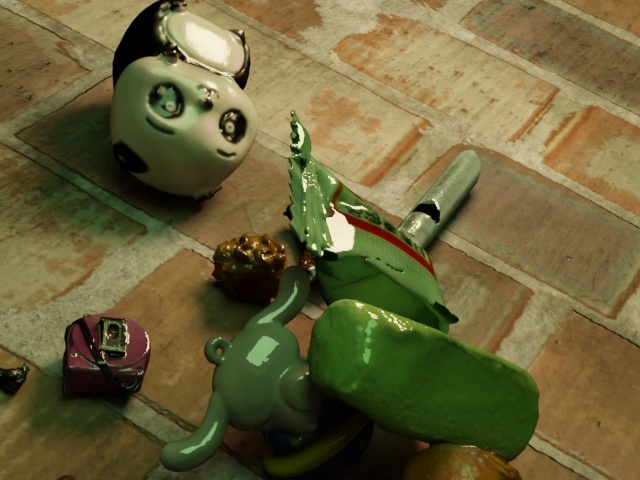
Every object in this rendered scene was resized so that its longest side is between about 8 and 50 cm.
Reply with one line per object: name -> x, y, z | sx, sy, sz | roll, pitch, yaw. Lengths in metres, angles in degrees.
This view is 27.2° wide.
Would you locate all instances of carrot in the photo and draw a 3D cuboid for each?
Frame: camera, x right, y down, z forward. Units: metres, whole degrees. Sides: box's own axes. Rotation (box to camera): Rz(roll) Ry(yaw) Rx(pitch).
carrot -> 0.154, 0.372, 1.612 | 0.159, 0.159, 0.225 | 19, 40, 2

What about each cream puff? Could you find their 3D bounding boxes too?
cream puff -> -0.102, 0.035, 1.975 | 0.116, 0.122, 0.094 | 41, 30, -39

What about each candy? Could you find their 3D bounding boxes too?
candy -> 0.051, 0.033, 1.829 | 0.172, 0.398, 0.263 | -32, 33, 10
candy -> 0.137, 0.185, 1.692 | 0.343, 0.142, 0.132 | 25, -3, -36

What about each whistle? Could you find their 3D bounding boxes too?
whistle -> 0.202, -0.063, 2.244 | 0.062, 0.062, 0.312 | 27, 38, 13

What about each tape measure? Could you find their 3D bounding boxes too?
tape measure -> -0.287, 0.156, 1.771 | 0.118, 0.074, 0.125 | 4, 42, -18

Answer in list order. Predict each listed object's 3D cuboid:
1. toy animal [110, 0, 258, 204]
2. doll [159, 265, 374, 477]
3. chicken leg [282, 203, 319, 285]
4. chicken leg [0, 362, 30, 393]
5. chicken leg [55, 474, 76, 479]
toy animal -> -0.225, -0.214, 2.144 | 0.251, 0.251, 0.310 | 10, 49, -9
doll -> -0.051, 0.222, 1.687 | 0.311, 0.242, 0.160 | -41, 32, -26
chicken leg -> 0.000, 0.000, 2.085 | 0.105, 0.063, 0.234 | 1, 41, -13
chicken leg -> -0.506, 0.146, 1.720 | 0.253, 0.051, 0.106 | 8, 45, -14
chicken leg -> -0.229, 0.337, 1.579 | 0.196, 0.080, 0.125 | 4, 29, -5
